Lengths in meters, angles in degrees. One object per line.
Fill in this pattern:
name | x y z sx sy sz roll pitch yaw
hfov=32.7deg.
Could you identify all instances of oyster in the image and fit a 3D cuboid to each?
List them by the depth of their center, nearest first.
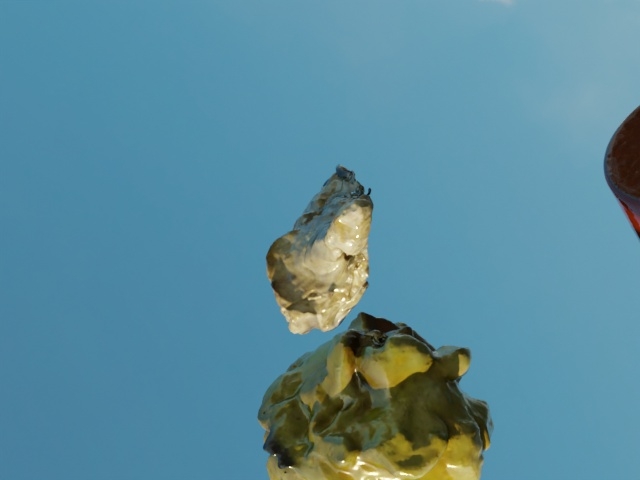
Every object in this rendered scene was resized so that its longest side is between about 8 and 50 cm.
oyster | 0.000 0.000 0.903 0.081 0.191 0.163 17 -122 -16

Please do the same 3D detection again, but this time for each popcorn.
popcorn | 0.062 0.207 1.257 0.215 0.286 0.252 36 -109 -44

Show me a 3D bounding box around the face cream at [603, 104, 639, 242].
face cream | 0.229 0.021 0.555 0.214 0.096 0.095 51 -141 -32
